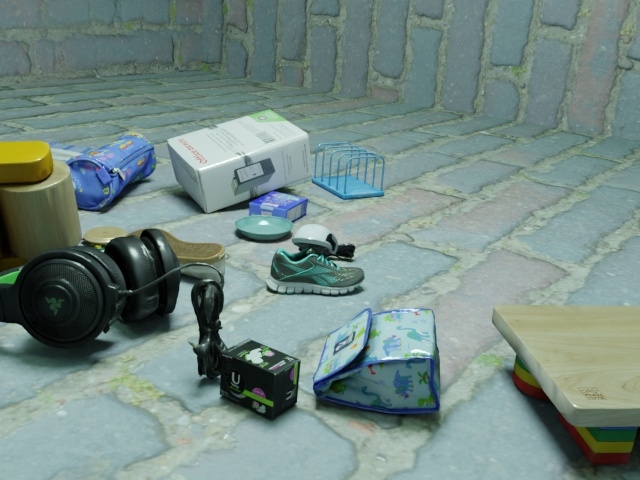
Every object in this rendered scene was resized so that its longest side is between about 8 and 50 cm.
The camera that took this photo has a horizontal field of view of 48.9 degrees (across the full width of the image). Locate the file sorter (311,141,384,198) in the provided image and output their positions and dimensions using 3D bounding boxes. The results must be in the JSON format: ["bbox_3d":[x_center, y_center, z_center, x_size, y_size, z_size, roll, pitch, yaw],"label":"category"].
[{"bbox_3d":[0.071,-0.180,1.779,0.118,0.104,0.170,-6,21,-28],"label":"file sorter"}]

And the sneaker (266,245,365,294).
[{"bbox_3d":[-0.006,0.046,1.170,0.167,0.076,0.065,0,21,-12],"label":"sneaker"}]

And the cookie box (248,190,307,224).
[{"bbox_3d":[-0.091,-0.070,1.532,0.092,0.040,0.107,12,21,22],"label":"cookie box"}]

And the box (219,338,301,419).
[{"bbox_3d":[-0.073,0.165,0.845,0.083,0.062,0.052,16,21,32],"label":"box"}]

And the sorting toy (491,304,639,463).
[{"bbox_3d":[0.371,0.173,0.869,0.257,0.089,0.255,1,20,-7],"label":"sorting toy"}]

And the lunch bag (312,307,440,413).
[{"bbox_3d":[0.072,0.149,0.887,0.151,0.096,0.129,-7,20,13],"label":"lunch bag"}]

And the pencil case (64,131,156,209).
[{"bbox_3d":[-0.472,-0.164,1.601,0.133,0.119,0.306,-17,16,13],"label":"pencil case"}]

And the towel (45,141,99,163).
[{"bbox_3d":[-0.691,-0.209,1.821,0.209,0.034,0.285,9,20,12],"label":"towel"}]

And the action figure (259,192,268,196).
[{"bbox_3d":[-0.189,-0.167,1.767,0.232,0.063,0.137,17,26,42],"label":"action figure"}]

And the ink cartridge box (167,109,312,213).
[{"bbox_3d":[-0.187,-0.189,1.620,0.273,0.114,0.198,-21,36,-22],"label":"ink cartridge box"}]

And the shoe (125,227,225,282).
[{"bbox_3d":[-0.256,0.029,1.216,0.219,0.058,0.076,10,40,28],"label":"shoe"}]

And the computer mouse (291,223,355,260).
[{"bbox_3d":[0.000,0.000,1.241,0.106,0.042,0.193,8,-8,10],"label":"computer mouse"}]

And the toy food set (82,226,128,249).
[{"bbox_3d":[-0.405,-0.007,1.324,0.083,0.020,0.083,-11,25,-36],"label":"toy food set"}]

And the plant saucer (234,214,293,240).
[{"bbox_3d":[-0.115,-0.023,1.426,0.119,0.021,0.119,3,19,-1],"label":"plant saucer"}]

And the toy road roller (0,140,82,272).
[{"bbox_3d":[-0.546,-0.010,1.062,0.330,0.202,0.240,-5,33,-9],"label":"toy road roller"}]

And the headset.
[{"bbox_3d":[-0.288,0.088,0.977,0.394,0.185,0.243,-1,10,34],"label":"headset"}]
